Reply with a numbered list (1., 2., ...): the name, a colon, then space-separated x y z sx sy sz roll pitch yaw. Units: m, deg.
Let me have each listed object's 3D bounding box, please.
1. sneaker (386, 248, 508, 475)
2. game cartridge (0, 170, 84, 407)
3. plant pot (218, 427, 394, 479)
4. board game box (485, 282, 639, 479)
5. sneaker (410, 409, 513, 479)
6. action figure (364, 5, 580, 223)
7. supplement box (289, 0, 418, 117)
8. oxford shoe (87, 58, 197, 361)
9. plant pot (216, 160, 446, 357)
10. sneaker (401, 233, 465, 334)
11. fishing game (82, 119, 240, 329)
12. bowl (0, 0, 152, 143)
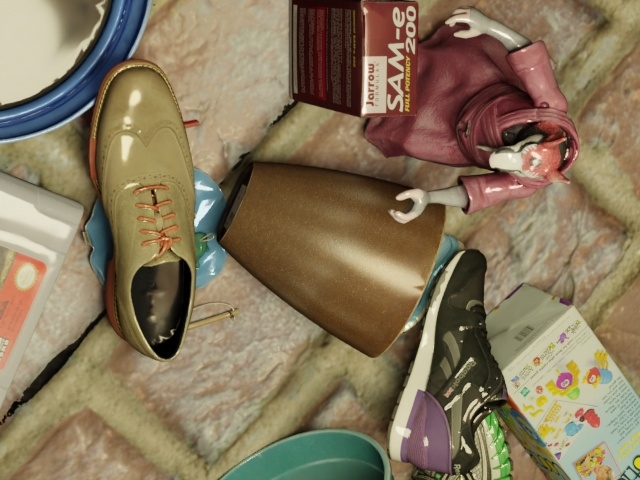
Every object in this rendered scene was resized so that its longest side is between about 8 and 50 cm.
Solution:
1. sneaker: 0.184 0.154 1.809 0.124 0.107 0.283 13 77 20
2. game cartridge: -0.418 0.058 1.682 0.196 0.060 0.294 22 92 -19
3. plant pot: 0.009 0.418 1.806 0.271 0.271 0.255 -32 116 -12
4. board game box: 0.323 0.214 1.939 0.144 0.142 0.275 -41 111 -9
5. sneaker: 0.162 0.338 1.909 0.146 0.134 0.344 -2 102 -19
6. action figure: 0.206 -0.119 1.708 0.275 0.370 0.248 21 101 -29
7. supplement box: 0.034 -0.218 1.692 0.073 0.239 0.130 -4 102 -19
8. oxford shoe: -0.185 -0.030 1.660 0.123 0.130 0.348 -12 110 -20
9. plant pot: 0.000 0.000 1.757 0.230 0.215 0.215 23 92 -12
10. sneaker: 0.115 0.053 1.883 0.073 0.063 0.162 37 78 -11
11. fishing game: -0.192 -0.007 1.760 0.189 0.041 0.264 -12 104 -21
12. bowl: -0.381 -0.301 1.610 0.391 0.077 0.391 -4 101 -19
